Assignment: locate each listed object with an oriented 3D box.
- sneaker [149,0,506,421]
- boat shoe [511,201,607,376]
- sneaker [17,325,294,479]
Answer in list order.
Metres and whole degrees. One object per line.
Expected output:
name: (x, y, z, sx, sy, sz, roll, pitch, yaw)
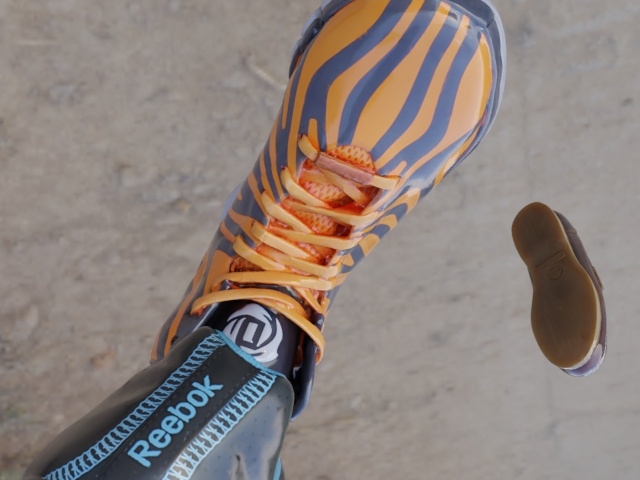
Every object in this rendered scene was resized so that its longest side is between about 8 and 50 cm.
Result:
sneaker: (0.000, 0.000, 0.671, 0.125, 0.180, 0.321, 25, 142, -4)
boat shoe: (0.246, 0.051, 1.152, 0.073, 0.207, 0.073, -30, 131, 26)
sneaker: (-0.068, 0.152, 0.567, 0.125, 0.139, 0.341, 35, 158, 7)
